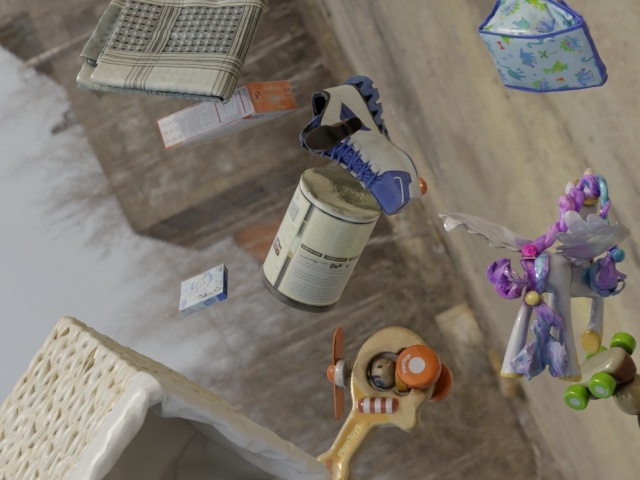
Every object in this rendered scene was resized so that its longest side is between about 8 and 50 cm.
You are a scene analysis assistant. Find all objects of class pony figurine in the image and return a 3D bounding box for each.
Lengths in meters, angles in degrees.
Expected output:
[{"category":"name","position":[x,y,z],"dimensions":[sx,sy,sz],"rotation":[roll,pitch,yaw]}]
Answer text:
[{"category":"pony figurine","position":[0.389,0.051,1.891],"dimensions":[0.351,0.303,0.363],"rotation":[0,-84,-56]}]

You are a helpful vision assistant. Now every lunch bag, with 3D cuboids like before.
[{"category":"lunch bag","position":[0.315,-0.272,1.557],"dimensions":[0.151,0.096,0.129],"rotation":[19,160,40]}]

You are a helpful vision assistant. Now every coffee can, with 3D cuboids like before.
[{"category":"coffee can","position":[0.000,0.000,2.587],"dimensions":[0.275,0.202,0.201],"rotation":[-65,29,29]}]

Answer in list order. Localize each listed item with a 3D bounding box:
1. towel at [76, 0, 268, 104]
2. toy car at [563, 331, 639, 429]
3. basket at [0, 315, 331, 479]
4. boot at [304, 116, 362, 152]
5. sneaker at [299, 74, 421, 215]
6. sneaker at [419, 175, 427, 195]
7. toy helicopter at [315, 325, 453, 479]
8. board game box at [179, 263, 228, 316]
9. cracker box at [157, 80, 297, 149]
[{"category":"towel","position":[-0.278,-0.399,2.120],"dimensions":[0.056,0.324,0.312],"rotation":[70,-148,-55]},{"category":"toy car","position":[0.623,0.314,2.305],"dimensions":[0.188,0.155,0.149],"rotation":[44,141,-4]},{"category":"basket","position":[-0.234,0.320,1.377],"dimensions":[0.328,0.331,0.266],"rotation":[36,172,-40]},{"category":"boot","position":[0.000,-0.153,1.746],"dimensions":[0.114,0.106,0.037],"rotation":[-20,91,63]},{"category":"sneaker","position":[0.059,-0.185,2.271],"dimensions":[0.127,0.182,0.315],"rotation":[-49,60,52]},{"category":"sneaker","position":[0.203,-0.133,2.653],"dimensions":[0.175,0.067,0.064],"rotation":[16,96,59]},{"category":"toy helicopter","position":[0.079,0.323,2.171],"dimensions":[0.235,0.355,0.140],"rotation":[28,171,26]},{"category":"board game box","position":[-0.212,0.090,2.041],"dimensions":[0.090,0.090,0.020],"rotation":[-95,-21,-56]},{"category":"cracker box","position":[-0.184,-0.249,2.225],"dimensions":[0.156,0.232,0.067],"rotation":[-17,-90,-59]}]
